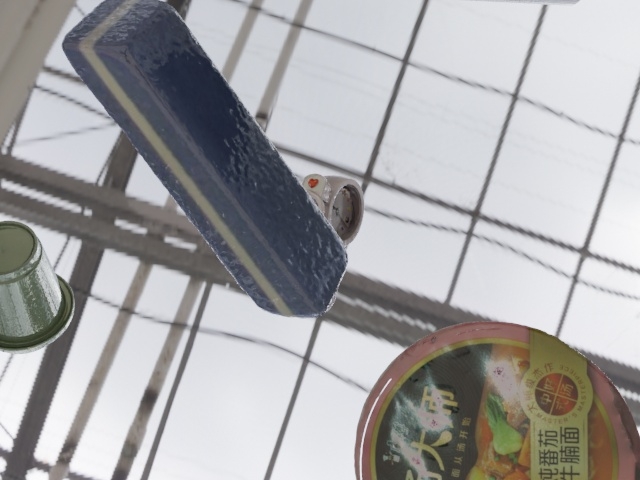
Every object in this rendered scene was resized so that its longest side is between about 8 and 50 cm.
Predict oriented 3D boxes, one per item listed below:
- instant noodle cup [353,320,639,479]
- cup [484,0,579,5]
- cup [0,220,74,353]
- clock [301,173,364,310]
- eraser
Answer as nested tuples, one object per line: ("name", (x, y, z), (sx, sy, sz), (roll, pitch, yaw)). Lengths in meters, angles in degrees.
("instant noodle cup", (0.159, 0.185, 1.057), (0.243, 0.255, 0.244), (0, -92, 8))
("cup", (0.128, -0.212, 0.794), (0.116, 0.104, 0.074), (4, -147, -10))
("cup", (-0.349, 0.050, 1.313), (0.120, 0.141, 0.120), (-2, -130, 2))
("clock", (0.000, 0.000, 1.065), (0.041, 0.087, 0.129), (10, -99, 32))
("eraser", (-0.063, -0.051, 0.707), (0.225, 0.036, 0.082), (54, -151, -19))
